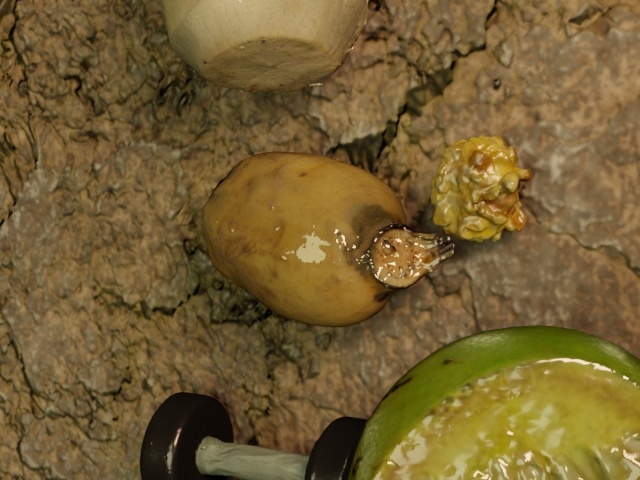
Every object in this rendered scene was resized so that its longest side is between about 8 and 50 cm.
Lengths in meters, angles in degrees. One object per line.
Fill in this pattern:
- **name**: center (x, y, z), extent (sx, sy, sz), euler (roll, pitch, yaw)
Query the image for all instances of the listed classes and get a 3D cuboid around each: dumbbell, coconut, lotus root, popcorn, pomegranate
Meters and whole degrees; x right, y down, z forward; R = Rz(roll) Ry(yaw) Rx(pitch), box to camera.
- **dumbbell**: center (-0.043, 0.182, 1.224), extent (0.191, 0.100, 0.100), euler (6, 98, 26)
- **coconut**: center (-0.045, -0.202, 1.153), extent (0.161, 0.161, 0.162), euler (-14, 70, 28)
- **lotus root**: center (0.000, 0.000, 1.171), extent (0.221, 0.118, 0.125), euler (19, 121, 35)
- **popcorn**: center (0.120, -0.037, 1.138), extent (0.083, 0.057, 0.082), euler (45, 115, 14)
- **pomegranate**: center (0.190, 0.198, 1.058), extent (0.359, 0.216, 0.309), euler (-23, 84, -2)
